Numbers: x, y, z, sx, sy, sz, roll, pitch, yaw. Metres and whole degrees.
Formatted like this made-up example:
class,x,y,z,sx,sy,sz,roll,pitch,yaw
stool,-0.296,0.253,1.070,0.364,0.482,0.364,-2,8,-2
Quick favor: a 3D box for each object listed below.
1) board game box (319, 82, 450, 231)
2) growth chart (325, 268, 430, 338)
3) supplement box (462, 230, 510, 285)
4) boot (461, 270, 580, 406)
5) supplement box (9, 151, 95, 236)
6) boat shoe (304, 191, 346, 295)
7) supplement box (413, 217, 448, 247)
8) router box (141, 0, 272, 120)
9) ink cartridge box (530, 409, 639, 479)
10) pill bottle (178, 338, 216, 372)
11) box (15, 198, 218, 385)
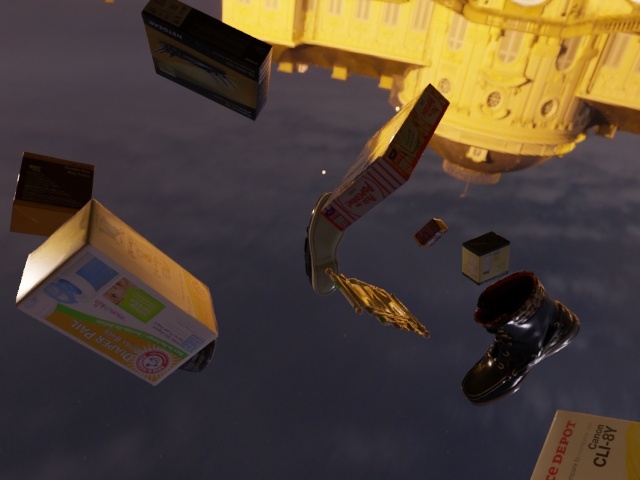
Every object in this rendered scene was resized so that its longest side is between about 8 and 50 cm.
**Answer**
class,x,y,z,sx,sy,sz,roll,pitch,yaw
board game box,0.090,-0.116,0.733,0.045,0.147,0.193,41,-130,-10
growth chart,0.132,0.143,1.172,0.237,0.021,0.172,23,-160,-36
supplement box,0.354,0.038,1.138,0.083,0.083,0.056,-19,-148,-19
boot,0.484,0.262,1.408,0.284,0.377,0.138,41,-166,-37
supplement box,-0.766,-0.124,1.526,0.191,0.129,0.194,9,-128,-29
boat shoe,0.004,0.000,1.653,0.127,0.340,0.113,-14,-151,-23
supplement box,0.319,-0.021,1.536,0.055,0.083,0.043,6,-135,-50
router box,-0.282,-0.458,1.352,0.309,0.243,0.081,26,-109,0
ink cartridge box,0.569,0.469,0.897,0.385,0.160,0.279,-6,-148,47
pill bottle,-0.395,0.242,1.325,0.246,0.130,0.130,28,-162,-38
box,-0.237,0.069,0.647,0.114,0.203,0.103,-39,-144,8
